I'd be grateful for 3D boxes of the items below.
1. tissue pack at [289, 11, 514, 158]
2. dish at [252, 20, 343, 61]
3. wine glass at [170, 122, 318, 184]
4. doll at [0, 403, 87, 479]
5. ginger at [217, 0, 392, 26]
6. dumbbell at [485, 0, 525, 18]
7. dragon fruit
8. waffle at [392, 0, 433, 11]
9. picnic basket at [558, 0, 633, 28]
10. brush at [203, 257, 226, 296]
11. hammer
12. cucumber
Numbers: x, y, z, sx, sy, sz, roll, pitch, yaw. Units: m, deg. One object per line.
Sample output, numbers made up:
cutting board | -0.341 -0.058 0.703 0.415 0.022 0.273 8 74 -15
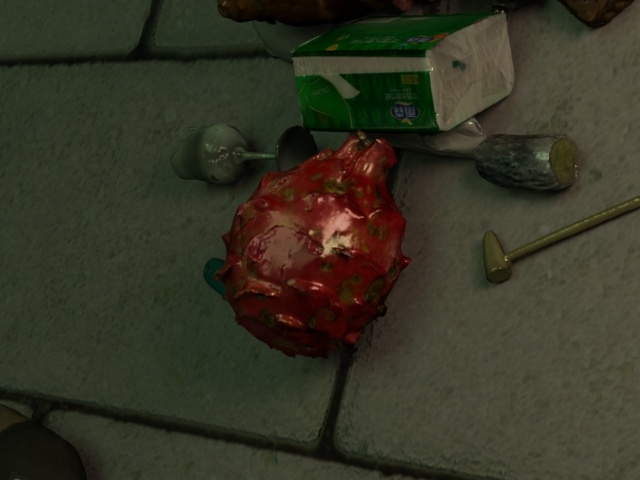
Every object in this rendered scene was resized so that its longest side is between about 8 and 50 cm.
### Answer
tissue pack | 0.097 -0.167 1.853 0.209 0.148 0.156 6 114 42
dish | -0.030 -0.338 2.043 0.246 0.078 0.224 -52 40 29
wine glass | -0.099 -0.107 2.041 0.196 0.079 0.079 4 76 41
doll | -0.495 0.372 2.148 0.379 0.252 0.382 -34 49 -14
ginger | 0.011 -0.343 1.832 0.357 0.274 0.152 -29 72 53
dumbbell | 0.216 -0.339 1.825 0.082 0.082 0.253 27 114 44
dragon fruit | 0.000 0.000 1.833 0.205 0.210 0.268 26 94 4
waffle | 0.143 -0.398 1.958 0.221 0.055 0.234 -28 56 32
picnic basket | 0.321 -0.323 1.748 0.193 0.055 0.110 -48 70 19
brush | -0.089 0.062 2.003 0.193 0.032 0.043 29 98 56
hammer | 0.256 -0.015 1.731 0.195 0.028 0.060 -24 52 29
cucumber | 0.221 -0.085 1.764 0.112 0.064 0.064 4 76 45
